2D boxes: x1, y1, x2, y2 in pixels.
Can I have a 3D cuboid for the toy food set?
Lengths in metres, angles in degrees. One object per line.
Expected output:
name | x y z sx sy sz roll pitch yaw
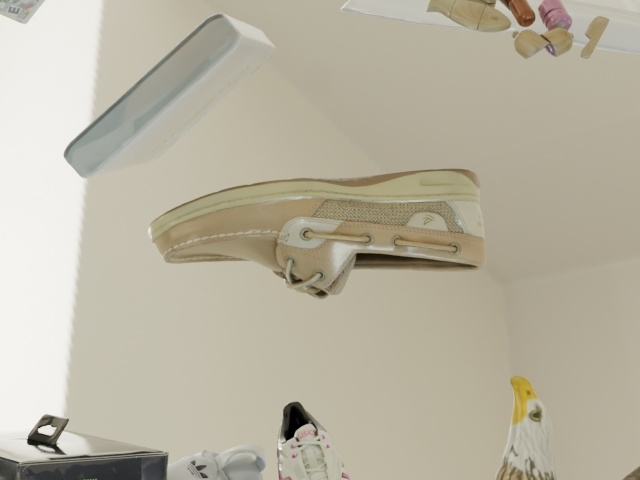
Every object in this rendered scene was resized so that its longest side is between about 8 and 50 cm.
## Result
toy food set | 0.143 -0.161 1.013 0.078 0.122 0.019 -55 -17 -44

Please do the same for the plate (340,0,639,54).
plate | 0.208 -0.230 1.445 0.277 0.278 0.045 -1 -78 -40

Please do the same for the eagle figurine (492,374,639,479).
eagle figurine | 0.169 0.191 0.896 0.226 0.298 0.225 -107 15 -77

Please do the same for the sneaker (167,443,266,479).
sneaker | -0.140 0.369 1.495 0.210 0.137 0.365 -19 -50 -22

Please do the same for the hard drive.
hard drive | -0.146 -0.149 1.445 0.040 0.203 0.307 49 -173 -1

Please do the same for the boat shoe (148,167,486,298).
boat shoe | 0.000 0.000 1.405 0.121 0.341 0.110 106 157 -79

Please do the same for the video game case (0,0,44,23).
video game case | -0.398 -0.383 1.729 0.206 0.227 0.026 21 -137 -35

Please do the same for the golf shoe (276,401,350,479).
golf shoe | -0.010 0.218 1.297 0.186 0.068 0.086 -127 21 -68

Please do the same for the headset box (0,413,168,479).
headset box | -0.238 0.289 1.166 0.131 0.246 0.283 1 -93 -33
